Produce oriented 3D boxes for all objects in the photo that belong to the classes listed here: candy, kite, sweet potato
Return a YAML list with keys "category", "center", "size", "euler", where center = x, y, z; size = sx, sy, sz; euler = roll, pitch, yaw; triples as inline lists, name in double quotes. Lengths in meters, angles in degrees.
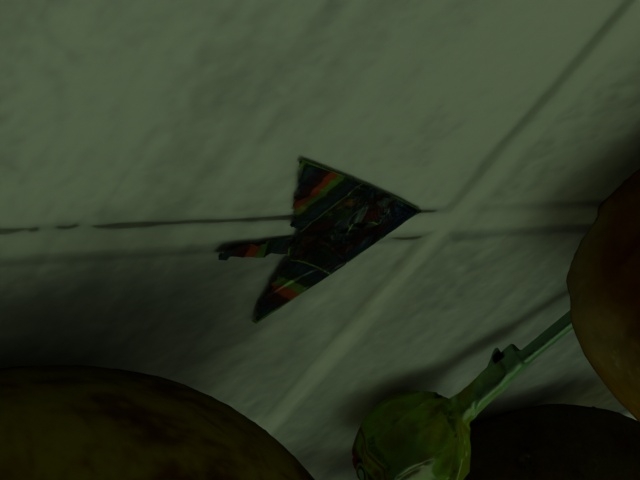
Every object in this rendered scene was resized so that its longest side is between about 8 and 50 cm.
- category: "candy"
  center: [0.095, 0.062, 0.872]
  size: [0.194, 0.058, 0.062]
  euler: [-41, 159, 13]
- category: "kite"
  center: [0.000, 0.000, 0.719]
  size: [0.090, 0.004, 0.122]
  euler: [-12, 151, -25]
- category: "sweet potato"
  center: [0.105, 0.143, 0.955]
  size: [0.346, 0.108, 0.079]
  euler: [-11, 139, -25]

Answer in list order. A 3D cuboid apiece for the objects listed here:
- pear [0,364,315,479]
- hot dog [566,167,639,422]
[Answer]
- category: "pear"
  center: [-0.103, 0.184, 0.691]
  size: [0.280, 0.281, 0.281]
  euler: [-19, 153, -10]
- category: "hot dog"
  center: [0.304, -0.010, 0.701]
  size: [0.405, 0.223, 0.185]
  euler: [-41, 145, 25]
